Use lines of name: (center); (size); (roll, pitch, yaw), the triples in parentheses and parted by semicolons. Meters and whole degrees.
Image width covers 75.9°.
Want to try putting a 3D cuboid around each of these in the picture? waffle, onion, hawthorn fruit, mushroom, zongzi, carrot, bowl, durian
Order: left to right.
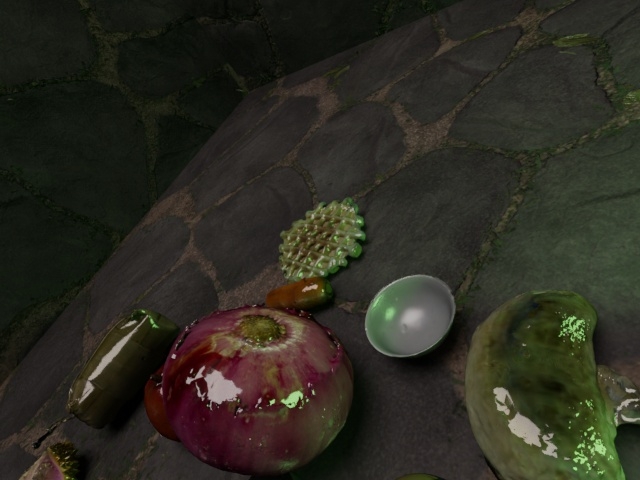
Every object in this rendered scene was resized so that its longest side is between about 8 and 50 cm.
durian: (-0.738, 0.636, 1.119); (0.165, 0.132, 0.182); (-6, 56, 55)
zongzi: (-0.667, 0.415, 1.283); (0.418, 0.181, 0.447); (-9, 41, 55)
hawthorn fruit: (-0.334, 0.372, 0.980); (0.185, 0.202, 0.185); (-18, 38, 15)
onion: (-0.106, 0.290, 0.795); (0.358, 0.345, 0.358); (-18, 17, 6)
carrot: (-0.059, 0.149, 1.085); (0.193, 0.087, 0.087); (-19, 39, 29)
waffle: (0.000, 0.000, 1.220); (0.291, 0.056, 0.309); (-30, 36, 13)
bowl: (0.191, 0.166, 0.826); (0.189, 0.086, 0.189); (-23, 38, 20)
mushroom: (0.333, 0.206, 0.610); (0.247, 0.130, 0.344); (-8, 45, 43)

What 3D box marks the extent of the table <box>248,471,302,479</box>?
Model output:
table: (-0.089, 0.490, 0.755); (0.133, 0.043, 0.133); (-24, 37, 20)

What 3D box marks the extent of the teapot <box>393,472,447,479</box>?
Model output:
teapot: (0.111, 0.403, 0.544); (0.269, 0.182, 0.173); (-31, 36, 13)
